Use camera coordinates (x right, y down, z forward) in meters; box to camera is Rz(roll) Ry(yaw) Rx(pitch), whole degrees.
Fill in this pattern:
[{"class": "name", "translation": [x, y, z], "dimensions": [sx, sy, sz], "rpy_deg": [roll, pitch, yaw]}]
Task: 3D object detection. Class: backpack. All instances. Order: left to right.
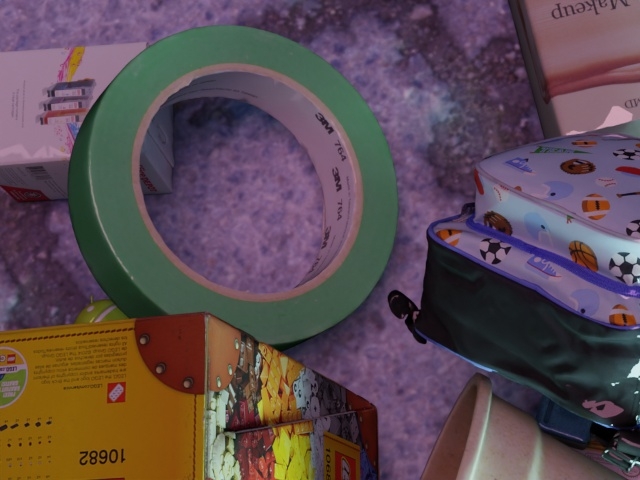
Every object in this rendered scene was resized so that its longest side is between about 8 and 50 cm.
[{"class": "backpack", "translation": [0.242, 0.024, 1.268], "dimensions": [0.276, 0.263, 0.213], "rpy_deg": [32, 120, 35]}]

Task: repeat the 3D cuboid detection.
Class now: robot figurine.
[{"class": "robot figurine", "translation": [-0.202, 0.105, 1.528], "dimensions": [0.115, 0.067, 0.101], "rpy_deg": [34, 83, 16]}]

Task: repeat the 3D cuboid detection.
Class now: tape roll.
[{"class": "tape roll", "translation": [-0.082, -0.048, 1.472], "dimensions": [0.321, 0.077, 0.321], "rpy_deg": [7, 73, -24]}]

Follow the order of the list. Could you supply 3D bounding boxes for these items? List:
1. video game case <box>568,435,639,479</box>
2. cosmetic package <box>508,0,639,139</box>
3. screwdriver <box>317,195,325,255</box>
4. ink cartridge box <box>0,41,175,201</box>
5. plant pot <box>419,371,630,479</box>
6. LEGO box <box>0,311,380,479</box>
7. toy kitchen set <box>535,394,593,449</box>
[{"class": "video game case", "translation": [0.353, 0.197, 1.448], "dimensions": [0.227, 0.026, 0.206], "rpy_deg": [9, 75, 11]}, {"class": "cosmetic package", "translation": [0.276, -0.230, 1.530], "dimensions": [0.153, 0.129, 0.296], "rpy_deg": [-14, 73, 2]}, {"class": "screwdriver", "translation": [0.000, 0.000, 1.557], "dimensions": [0.025, 0.024, 0.169], "rpy_deg": [5, 70, -21]}, {"class": "ink cartridge box", "translation": [-0.248, -0.120, 1.570], "dimensions": [0.176, 0.128, 0.127], "rpy_deg": [-2, 73, 6]}, {"class": "plant pot", "translation": [0.216, 0.325, 1.299], "dimensions": [0.305, 0.334, 0.333], "rpy_deg": [22, 77, 2]}, {"class": "LEGO box", "translation": [-0.243, 0.213, 1.290], "dimensions": [0.500, 0.372, 0.193], "rpy_deg": [-7, 72, 20]}, {"class": "toy kitchen set", "translation": [0.309, 0.137, 1.370], "dimensions": [0.207, 0.166, 0.122], "rpy_deg": [16, 77, 12]}]
